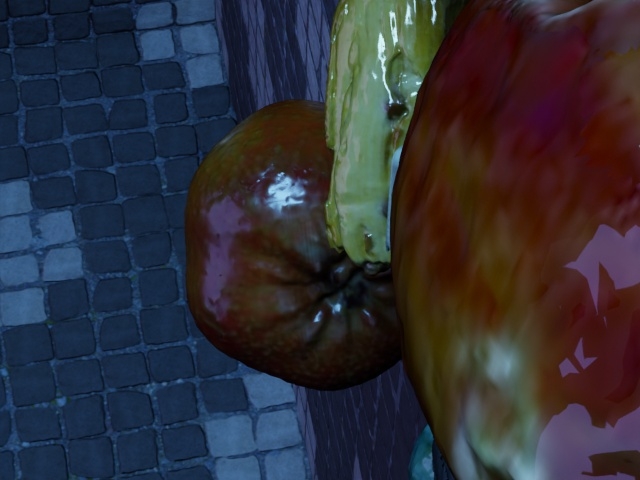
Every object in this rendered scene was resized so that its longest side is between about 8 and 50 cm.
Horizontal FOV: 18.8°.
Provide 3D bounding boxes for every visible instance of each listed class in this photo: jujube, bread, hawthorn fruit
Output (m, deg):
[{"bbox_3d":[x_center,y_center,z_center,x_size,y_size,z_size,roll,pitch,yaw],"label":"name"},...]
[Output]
[{"bbox_3d":[0.165,0.025,0.565,0.377,0.276,0.276,-112,16,-67],"label":"jujube"},{"bbox_3d":[0.061,-0.104,1.525,0.210,0.099,0.235,-36,-47,-71],"label":"bread"},{"bbox_3d":[0.000,0.000,1.830,0.300,0.275,0.275,-63,-34,-78],"label":"hawthorn fruit"}]

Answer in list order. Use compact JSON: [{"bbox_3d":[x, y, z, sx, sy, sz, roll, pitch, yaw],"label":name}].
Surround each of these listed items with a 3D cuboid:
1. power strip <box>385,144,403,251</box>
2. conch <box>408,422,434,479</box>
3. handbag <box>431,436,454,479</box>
[{"bbox_3d":[0.101,-0.055,1.433,0.192,0.035,0.081,-39,-43,-53],"label":"power strip"},{"bbox_3d":[0.137,0.203,1.438,0.196,0.134,0.202,89,170,-53],"label":"conch"},{"bbox_3d":[0.157,0.184,1.125,0.215,0.169,0.155,-106,11,-50],"label":"handbag"}]
